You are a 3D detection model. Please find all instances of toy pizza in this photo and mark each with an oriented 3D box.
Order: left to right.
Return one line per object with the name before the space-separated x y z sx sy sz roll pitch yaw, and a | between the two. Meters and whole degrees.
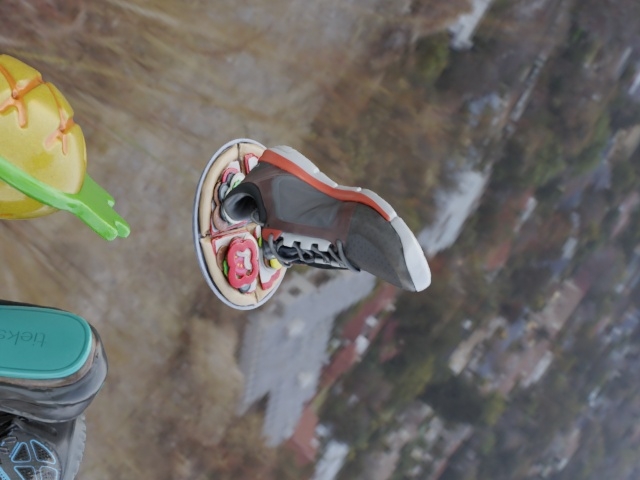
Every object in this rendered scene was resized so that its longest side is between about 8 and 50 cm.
toy pizza | -0.080 -0.019 1.461 0.201 0.032 0.201 0 90 -58

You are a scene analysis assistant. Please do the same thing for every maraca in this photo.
maraca | -0.200 -0.059 0.826 0.099 0.127 0.185 -45 129 9

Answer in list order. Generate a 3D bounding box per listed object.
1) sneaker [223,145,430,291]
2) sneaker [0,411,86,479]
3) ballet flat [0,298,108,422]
sneaker | 0.000 0.000 0.748 0.065 0.158 0.061 -40 133 -19
sneaker | -0.360 0.265 1.455 0.125 0.341 0.139 -23 140 18
ballet flat | -0.288 0.076 0.875 0.096 0.280 0.095 101 5 -54
